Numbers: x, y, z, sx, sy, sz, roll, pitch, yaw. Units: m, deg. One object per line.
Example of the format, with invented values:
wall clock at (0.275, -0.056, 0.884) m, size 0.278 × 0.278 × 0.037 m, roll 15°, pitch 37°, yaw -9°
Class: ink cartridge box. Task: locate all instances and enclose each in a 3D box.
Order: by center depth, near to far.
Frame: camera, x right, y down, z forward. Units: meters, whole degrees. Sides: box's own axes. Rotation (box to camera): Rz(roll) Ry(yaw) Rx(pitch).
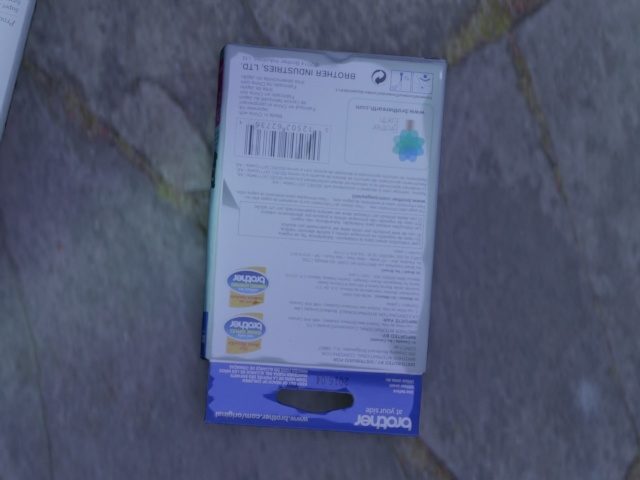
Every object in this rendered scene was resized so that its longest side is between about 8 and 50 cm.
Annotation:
ink cartridge box at (0.000, 0.000, 1.636) m, size 0.186 × 0.065 × 0.311 m, roll 4°, pitch 86°, yaw -10°

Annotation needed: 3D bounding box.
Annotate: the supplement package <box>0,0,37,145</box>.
supplement package at (-0.321, -0.134, 1.525) m, size 0.177 × 0.175 × 0.293 m, roll 15°, pitch 86°, yaw -11°
